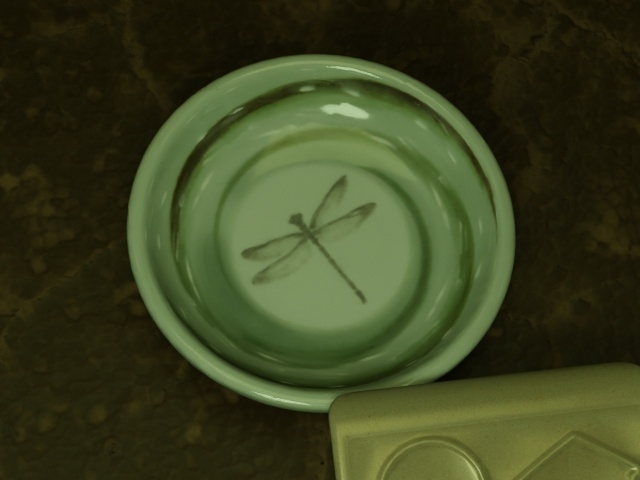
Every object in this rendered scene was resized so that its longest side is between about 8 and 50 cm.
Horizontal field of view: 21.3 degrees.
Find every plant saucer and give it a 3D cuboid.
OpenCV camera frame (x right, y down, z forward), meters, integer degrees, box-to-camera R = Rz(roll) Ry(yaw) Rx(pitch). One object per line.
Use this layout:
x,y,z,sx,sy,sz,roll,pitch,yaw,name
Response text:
0.000,0.000,1.778,0.400,0.100,0.400,1,66,-3,plant saucer

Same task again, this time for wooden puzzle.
0.181,0.305,1.643,0.322,0.080,0.347,-6,78,-8,wooden puzzle
